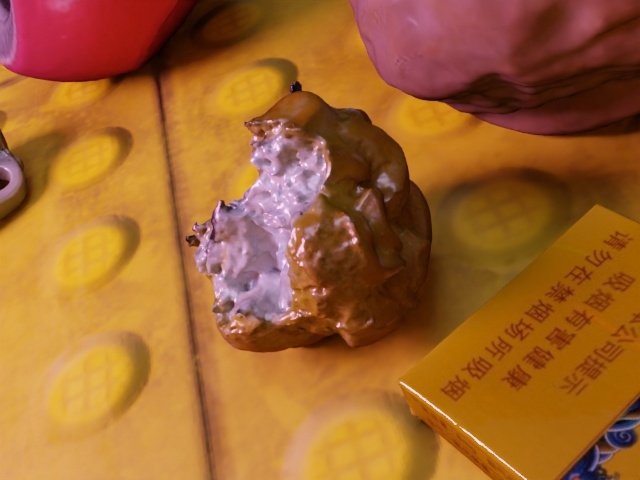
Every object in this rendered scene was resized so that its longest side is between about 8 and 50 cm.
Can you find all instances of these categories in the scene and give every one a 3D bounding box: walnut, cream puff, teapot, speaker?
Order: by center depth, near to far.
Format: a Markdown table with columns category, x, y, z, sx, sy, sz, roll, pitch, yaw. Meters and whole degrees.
| category | x | y | z | sx | sy | sz | roll | pitch | yaw |
| --- | --- | --- | --- | --- | --- | --- | --- | --- | --- |
| cream puff | 0.001 | 0.001 | 0.510 | 0.156 | 0.121 | 0.156 | -3 | 85 | 47 |
| walnut | 0.147 | -0.186 | 0.538 | 0.273 | 0.273 | 0.227 | -6 | 76 | 22 |
| teapot | -0.306 | -0.061 | 0.767 | 0.091 | 0.124 | 0.092 | -25 | -3 | -22 |
| speaker | -0.232 | -0.294 | 0.787 | 0.294 | 0.294 | 0.294 | -14 | 42 | 13 |

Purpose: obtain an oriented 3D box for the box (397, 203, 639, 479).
| category | x | y | z | sx | sy | sz | roll | pitch | yaw |
| --- | --- | --- | --- | --- | --- | --- | --- | --- | --- |
| box | 0.179 | 0.090 | 0.380 | 0.153 | 0.041 | 0.279 | -39 | 42 | -16 |
